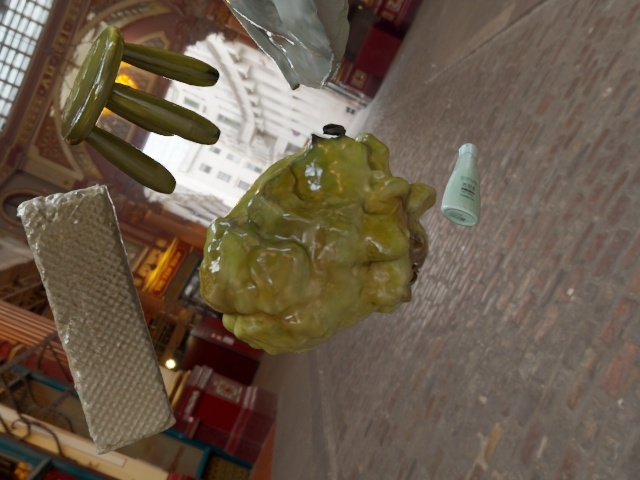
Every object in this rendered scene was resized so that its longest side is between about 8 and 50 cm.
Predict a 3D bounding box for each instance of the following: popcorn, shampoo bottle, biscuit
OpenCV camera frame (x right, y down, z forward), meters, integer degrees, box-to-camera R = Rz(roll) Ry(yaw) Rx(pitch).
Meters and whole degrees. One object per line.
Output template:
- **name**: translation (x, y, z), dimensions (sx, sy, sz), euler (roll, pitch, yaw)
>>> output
- **popcorn**: translation (0.000, 0.000, 0.615), dimensions (0.286, 0.252, 0.215), euler (-57, -46, -36)
- **shampoo bottle**: translation (0.262, -0.106, 0.975), dimensions (0.041, 0.069, 0.190), euler (108, -178, -48)
- **biscuit**: translation (-0.363, 0.127, 0.885), dimensions (0.078, 0.144, 0.426), euler (179, 76, -69)

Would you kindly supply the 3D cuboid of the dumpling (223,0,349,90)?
- **dumpling**: translation (-0.034, -0.254, 0.407), dimensions (0.341, 0.181, 0.260), euler (122, 142, -50)

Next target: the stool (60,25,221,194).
- **stool**: translation (-0.164, -0.122, 0.499), dimensions (0.135, 0.110, 0.134), euler (22, 90, 55)
